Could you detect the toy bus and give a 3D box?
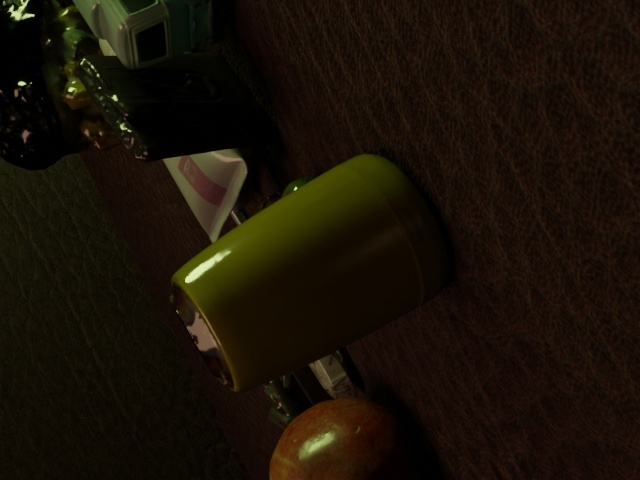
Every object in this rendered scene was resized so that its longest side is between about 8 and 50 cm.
[{"bbox_3d":[-0.246,-0.356,1.335,0.271,0.164,0.133,56,164,16],"label":"toy bus"}]

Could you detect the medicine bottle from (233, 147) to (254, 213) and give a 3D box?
[{"bbox_3d":[-0.130,-0.090,1.632,0.058,0.057,0.199,55,163,20],"label":"medicine bottle"}]

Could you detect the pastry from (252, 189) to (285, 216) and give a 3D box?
[{"bbox_3d":[-0.043,0.003,1.476,0.153,0.081,0.153,57,168,19],"label":"pastry"}]

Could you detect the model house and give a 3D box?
[{"bbox_3d":[-0.053,0.226,1.824,0.188,0.122,0.229,67,166,-12],"label":"model house"}]

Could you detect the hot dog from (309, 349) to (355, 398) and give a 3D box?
[{"bbox_3d":[-0.001,0.170,1.693,0.192,0.053,0.099,56,165,7],"label":"hot dog"}]

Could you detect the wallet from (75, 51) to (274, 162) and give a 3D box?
[{"bbox_3d":[-0.180,-0.179,1.374,0.182,0.229,0.049,52,130,24],"label":"wallet"}]

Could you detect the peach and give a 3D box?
[{"bbox_3d":[0.044,0.338,1.579,0.232,0.256,0.233,11,116,22],"label":"peach"}]

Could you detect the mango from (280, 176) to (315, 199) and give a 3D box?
[{"bbox_3d":[-0.001,0.002,1.352,0.117,0.089,0.163,132,121,-77],"label":"mango"}]

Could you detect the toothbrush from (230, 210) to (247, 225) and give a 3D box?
[{"bbox_3d":[-0.136,-0.038,1.801,0.342,0.025,0.030,56,157,15],"label":"toothbrush"}]

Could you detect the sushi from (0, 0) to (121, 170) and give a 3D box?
[{"bbox_3d":[-0.433,-0.306,1.799,0.329,0.285,0.328,73,-171,-47],"label":"sushi"}]

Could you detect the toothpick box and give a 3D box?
[{"bbox_3d":[-0.019,0.040,1.112,0.175,0.271,0.175,54,163,25],"label":"toothpick box"}]

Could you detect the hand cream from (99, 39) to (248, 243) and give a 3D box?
[{"bbox_3d":[-0.205,-0.183,1.524,0.359,0.118,0.185,61,145,23],"label":"hand cream"}]
